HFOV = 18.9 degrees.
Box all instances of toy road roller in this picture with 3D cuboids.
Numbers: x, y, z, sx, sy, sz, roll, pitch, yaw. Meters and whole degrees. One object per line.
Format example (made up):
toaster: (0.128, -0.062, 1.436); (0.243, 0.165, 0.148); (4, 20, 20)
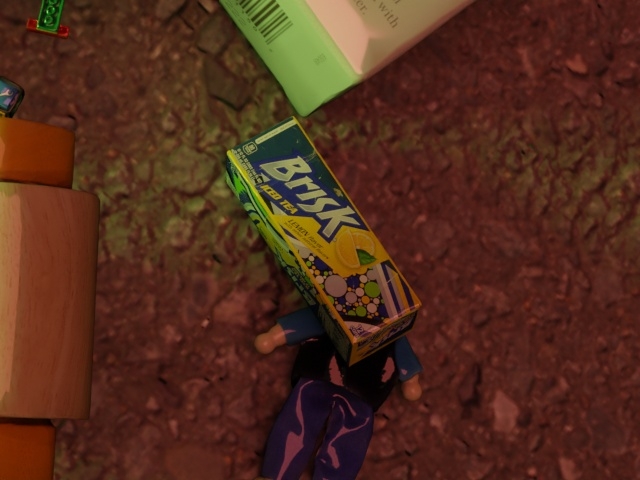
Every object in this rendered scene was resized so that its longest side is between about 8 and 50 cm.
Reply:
toy road roller: (-0.226, 0.043, 1.191); (0.241, 0.329, 0.202); (8, 83, -50)

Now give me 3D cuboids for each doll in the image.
doll: (0.009, 0.098, 1.372); (0.129, 0.046, 0.189); (24, 80, -12)

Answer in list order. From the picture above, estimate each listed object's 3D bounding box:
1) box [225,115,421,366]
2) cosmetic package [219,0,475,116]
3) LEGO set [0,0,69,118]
box: (0.000, 0.000, 1.348); (0.059, 0.054, 0.169); (-29, 73, -15)
cosmetic package: (0.113, -0.314, 1.376); (0.453, 0.161, 0.230); (-36, 94, -15)
LEGO set: (-0.229, -0.203, 1.279); (0.182, 0.060, 0.244); (-31, 85, -12)
